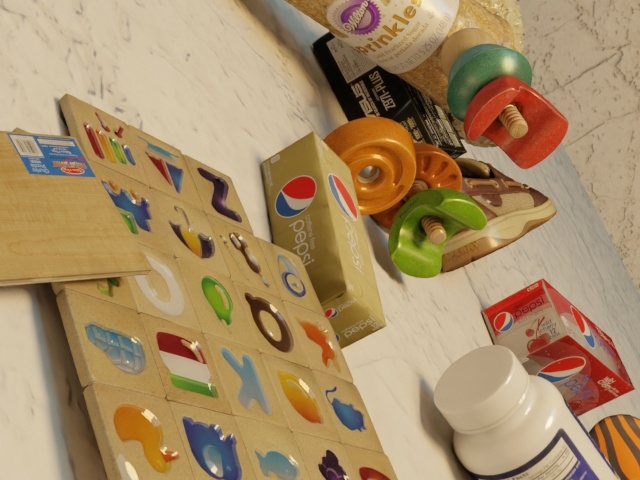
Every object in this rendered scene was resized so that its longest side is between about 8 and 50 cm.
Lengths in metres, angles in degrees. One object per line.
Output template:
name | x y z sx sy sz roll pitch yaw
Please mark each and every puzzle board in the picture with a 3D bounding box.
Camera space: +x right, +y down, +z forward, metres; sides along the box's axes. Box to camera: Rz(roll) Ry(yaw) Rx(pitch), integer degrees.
puzzle board | -0.154 -0.018 0.607 0.096 0.011 0.128 57 27 18

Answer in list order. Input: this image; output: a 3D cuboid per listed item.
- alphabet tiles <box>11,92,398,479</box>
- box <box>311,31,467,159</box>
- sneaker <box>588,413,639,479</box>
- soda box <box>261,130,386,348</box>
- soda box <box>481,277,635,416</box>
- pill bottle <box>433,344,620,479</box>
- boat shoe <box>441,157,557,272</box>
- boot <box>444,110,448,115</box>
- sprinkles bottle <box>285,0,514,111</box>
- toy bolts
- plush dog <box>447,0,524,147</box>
alphabet tiles | -0.057 0.065 0.712 0.285 0.011 0.342 26 33 -53
box | 0.083 -0.165 1.363 0.180 0.077 0.147 63 19 6
sneaker | 0.345 0.289 1.132 0.180 0.125 0.321 52 12 -54
soda box | 0.000 0.000 0.944 0.061 0.058 0.181 44 25 -41
soda box | 0.305 0.140 1.472 0.263 0.092 0.083 34 31 -52
pill bottle | 0.187 0.190 1.068 0.186 0.112 0.112 53 20 -22
boat shoe | 0.202 -0.051 1.451 0.123 0.123 0.342 63 25 2
boot | 0.126 -0.173 1.505 0.198 0.077 0.137 67 15 15
sprinkles bottle | 0.040 -0.263 1.191 0.355 0.121 0.121 28 34 -30
toy bolts | 0.099 -0.115 1.139 0.218 0.228 0.158 30 26 -36
plush dog | 0.215 -0.238 1.586 0.262 0.211 0.225 -166 -112 -83
